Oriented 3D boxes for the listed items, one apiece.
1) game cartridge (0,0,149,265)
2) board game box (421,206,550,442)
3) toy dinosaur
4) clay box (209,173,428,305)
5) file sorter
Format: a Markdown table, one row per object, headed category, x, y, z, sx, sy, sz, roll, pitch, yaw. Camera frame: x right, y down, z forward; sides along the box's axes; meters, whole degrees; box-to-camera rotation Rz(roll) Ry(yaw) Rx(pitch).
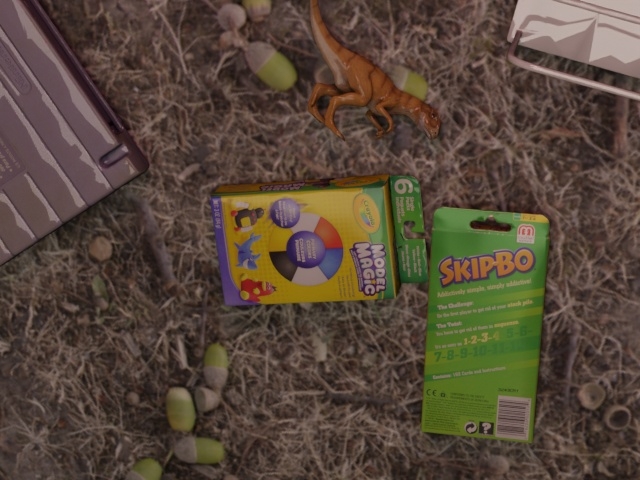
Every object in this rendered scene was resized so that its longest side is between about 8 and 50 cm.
| category | x | y | z | sx | sy | sz | roll | pitch | yaw |
| --- | --- | --- | --- | --- | --- | --- | --- | --- | --- |
| game cartridge | -0.377 | -0.167 | 1.573 | 0.230 | 0.068 | 0.355 | -30 | 99 | 23 |
| board game box | 0.177 | 0.089 | 1.544 | 0.124 | 0.039 | 0.259 | 5 | 110 | 10 |
| toy dinosaur | 0.031 | -0.170 | 1.492 | 0.211 | 0.064 | 0.112 | 41 | 92 | -12 |
| clay box | 0.000 | 0.000 | 1.545 | 0.222 | 0.053 | 0.127 | -3 | 106 | 14 |
| file sorter | 0.299 | -0.282 | 1.333 | 0.192 | 0.173 | 0.278 | 16 | 109 | 6 |
